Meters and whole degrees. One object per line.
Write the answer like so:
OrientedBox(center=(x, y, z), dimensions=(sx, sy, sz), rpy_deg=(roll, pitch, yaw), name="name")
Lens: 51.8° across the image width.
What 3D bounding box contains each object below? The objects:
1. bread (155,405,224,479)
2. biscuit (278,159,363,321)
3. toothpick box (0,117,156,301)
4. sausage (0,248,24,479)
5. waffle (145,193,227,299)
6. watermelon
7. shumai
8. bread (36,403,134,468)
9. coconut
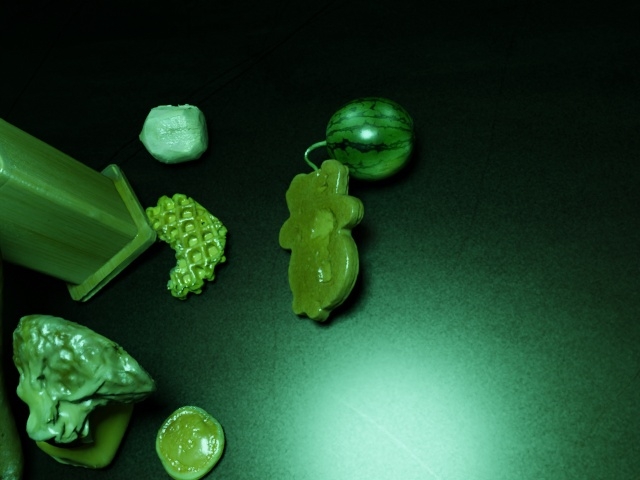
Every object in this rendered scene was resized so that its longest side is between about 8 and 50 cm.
OrientedBox(center=(-0.196, 0.305, 0.990), dimensions=(0.109, 0.024, 0.110), rpy_deg=(-5, 65, 11), name="bread")
OrientedBox(center=(0.002, 0.001, 1.033), dimensions=(0.184, 0.035, 0.249), rpy_deg=(-24, 63, 44), name="biscuit")
OrientedBox(center=(-0.443, -0.055, 1.030), dimensions=(0.187, 0.308, 0.190), rpy_deg=(-38, 62, 8), name="toothpick box")
OrientedBox(center=(-0.498, 0.175, 0.909), dimensions=(0.136, 0.501, 0.123), rpy_deg=(7, 23, 2), name="sausage")
OrientedBox(center=(-0.243, 0.002, 1.124), dimensions=(0.194, 0.051, 0.149), rpy_deg=(36, 78, 24), name="waffle")
OrientedBox(center=(0.061, -0.163, 1.080), dimensions=(0.187, 0.141, 0.141), rpy_deg=(-4, 65, 11), name="watermelon")
OrientedBox(center=(-0.344, 0.204, 0.903), dimensions=(0.209, 0.161, 0.153), rpy_deg=(30, 66, -10), name="shumai")
OrientedBox(center=(-0.359, 0.258, 1.013), dimensions=(0.134, 0.085, 0.173), rpy_deg=(12, 69, 17), name="bread")
OrientedBox(center=(-0.268, -0.194, 1.186), dimensions=(0.124, 0.110, 0.110), rpy_deg=(-5, 65, 6), name="coconut")
